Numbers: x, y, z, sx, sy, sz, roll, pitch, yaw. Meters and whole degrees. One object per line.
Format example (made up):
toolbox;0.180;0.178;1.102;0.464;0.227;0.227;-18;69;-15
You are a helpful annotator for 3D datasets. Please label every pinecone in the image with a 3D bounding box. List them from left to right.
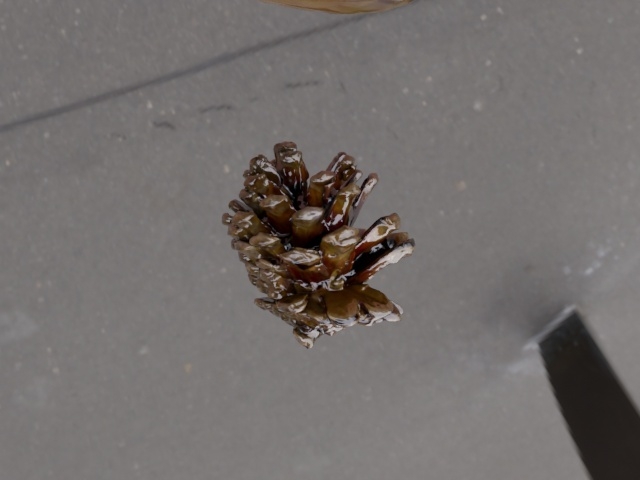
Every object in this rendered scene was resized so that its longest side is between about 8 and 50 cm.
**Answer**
pinecone;-0.002;0.003;1.027;0.150;0.195;0.179;-33;-178;-11

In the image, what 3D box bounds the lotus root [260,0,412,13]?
lotus root;0.016;-0.251;0.484;0.316;0.250;0.316;-35;150;-23
